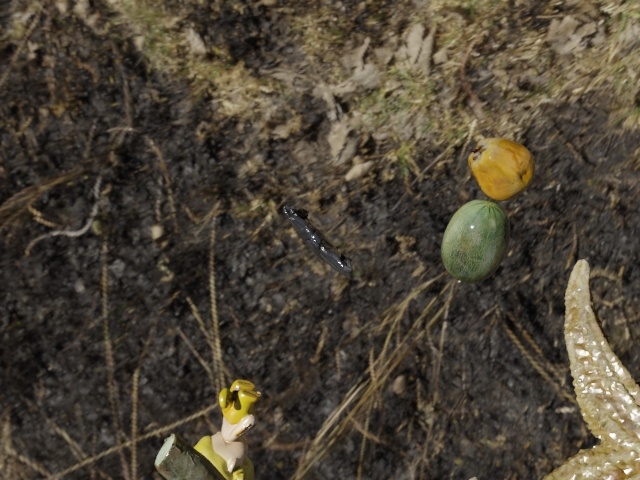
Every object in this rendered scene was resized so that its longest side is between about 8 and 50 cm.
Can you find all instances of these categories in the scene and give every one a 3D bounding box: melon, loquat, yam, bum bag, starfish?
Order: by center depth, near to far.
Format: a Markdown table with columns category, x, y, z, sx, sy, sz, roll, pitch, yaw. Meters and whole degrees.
| category | x | y | z | sx | sy | sz | roll | pitch | yaw |
| --- | --- | --- | --- | --- | --- | --- | --- | --- | --- |
| starfish | 0.275 | 0.167 | 0.646 | 0.327 | 0.375 | 0.094 | -37 | 131 | 7 |
| yam | -0.116 | 0.351 | 1.034 | 0.253 | 0.061 | 0.061 | 44 | 125 | -12 |
| melon | 0.275 | 0.007 | 1.395 | 0.114 | 0.114 | 0.167 | 26 | 117 | 18 |
| bum bag | 0.000 | 0.000 | 1.540 | 0.049 | 0.087 | 0.198 | -43 | 79 | -7 |
| loquat | 0.356 | -0.143 | 1.559 | 0.137 | 0.137 | 0.113 | 36 | 79 | 12 |

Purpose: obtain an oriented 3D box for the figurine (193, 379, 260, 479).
| category | x | y | z | sx | sy | sz | roll | pitch | yaw |
| --- | --- | --- | --- | --- | --- | --- | --- | --- | --- |
| figurine | -0.163 | 0.361 | 1.349 | 0.156 | 0.131 | 0.246 | -142 | 66 | -64 |
